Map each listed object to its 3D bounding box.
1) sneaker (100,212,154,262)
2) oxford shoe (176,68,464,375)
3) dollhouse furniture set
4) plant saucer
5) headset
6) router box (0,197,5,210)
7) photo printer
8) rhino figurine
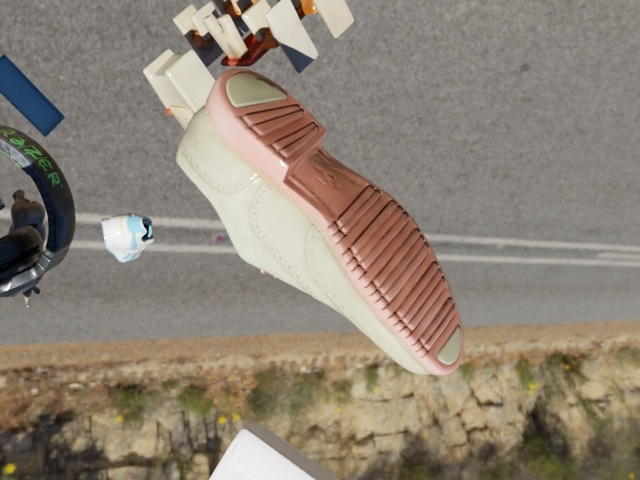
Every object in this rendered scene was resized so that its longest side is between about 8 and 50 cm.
[{"bbox_3d":[-0.405,-0.006,1.618,0.092,0.088,0.229,-12,175,-4],"label":"sneaker"},{"bbox_3d":[0.000,0.000,0.826,0.146,0.397,0.140,-41,176,38],"label":"oxford shoe"},{"bbox_3d":[-0.109,-0.263,1.054,0.262,0.259,0.135,18,149,50],"label":"dollhouse furniture set"},{"bbox_3d":[-0.656,-0.319,1.649,0.018,0.067,0.192,21,157,45],"label":"plant saucer"},{"bbox_3d":[-0.531,-0.016,1.207,0.394,0.243,0.185,-45,-179,27],"label":"headset"},{"bbox_3d":[-0.754,-0.070,1.325,0.308,0.243,0.081,-36,163,1],"label":"router box"},{"bbox_3d":[-0.051,0.458,1.109,0.307,0.256,0.107,26,171,31],"label":"photo printer"},{"bbox_3d":[-0.611,0.022,1.549,0.073,0.243,0.106,0,-168,-25],"label":"rhino figurine"}]
